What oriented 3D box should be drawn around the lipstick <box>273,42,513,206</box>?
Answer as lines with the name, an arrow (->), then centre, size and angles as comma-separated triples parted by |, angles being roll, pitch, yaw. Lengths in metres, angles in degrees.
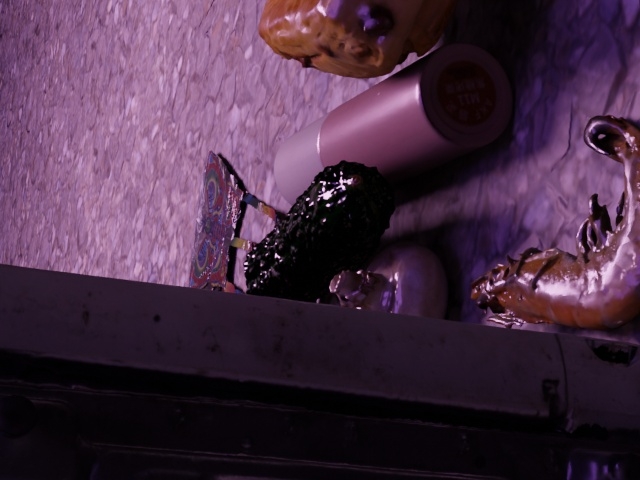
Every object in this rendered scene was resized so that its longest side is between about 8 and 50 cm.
lipstick -> 0.043, -0.073, 1.024 | 0.254, 0.070, 0.070 | 159, 118, -65

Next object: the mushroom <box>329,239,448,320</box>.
mushroom -> 0.043, 0.038, 0.970 | 0.085, 0.079, 0.085 | -173, 90, -68

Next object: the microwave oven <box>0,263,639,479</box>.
microwave oven -> -0.040, 0.190, 0.694 | 0.247, 0.394, 0.333 | 156, 120, -65

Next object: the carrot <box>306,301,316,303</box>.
carrot -> -0.028, 0.116, 1.118 | 0.173, 0.082, 0.082 | 122, 149, -44

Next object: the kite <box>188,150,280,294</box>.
kite -> -0.083, 0.003, 1.394 | 0.285, 0.015, 0.152 | -150, 67, -70

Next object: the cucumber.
cucumber -> 0.002, 0.000, 1.049 | 0.300, 0.072, 0.072 | 137, 137, -71

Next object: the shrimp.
shrimp -> 0.138, -0.009, 0.815 | 0.178, 0.034, 0.124 | 174, 106, -66

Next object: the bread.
bread -> 0.050, -0.205, 0.965 | 0.211, 0.099, 0.235 | -66, 15, -4
